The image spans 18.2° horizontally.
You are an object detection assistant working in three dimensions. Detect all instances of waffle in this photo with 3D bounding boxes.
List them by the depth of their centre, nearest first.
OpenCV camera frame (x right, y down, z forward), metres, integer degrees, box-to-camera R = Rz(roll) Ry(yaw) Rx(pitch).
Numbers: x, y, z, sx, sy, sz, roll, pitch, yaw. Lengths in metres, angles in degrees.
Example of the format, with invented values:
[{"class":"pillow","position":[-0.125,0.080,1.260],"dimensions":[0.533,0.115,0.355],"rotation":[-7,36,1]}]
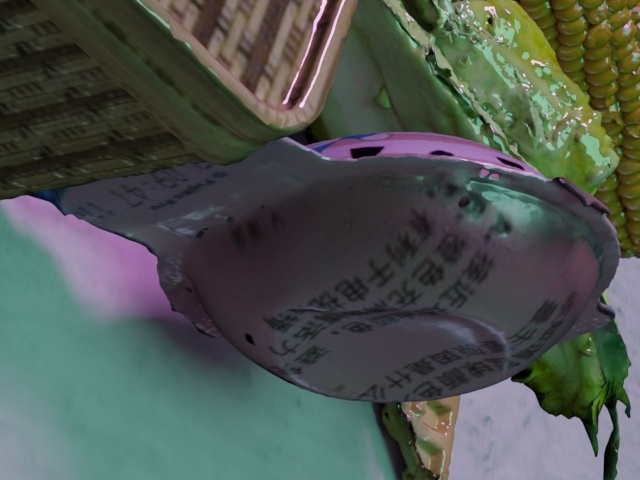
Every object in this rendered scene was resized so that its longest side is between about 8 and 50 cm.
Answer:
[{"class":"waffle","position":[0.028,0.050,0.939],"dimensions":[0.153,0.023,0.097],"rotation":[45,50,-50]}]

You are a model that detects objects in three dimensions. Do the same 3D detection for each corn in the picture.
[{"class":"corn","position":[0.141,-0.115,1.063],"dimensions":[0.106,0.106,0.293],"rotation":[-61,139,-40]}]

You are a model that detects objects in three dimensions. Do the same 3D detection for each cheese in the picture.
[{"class":"cheese","position":[0.000,0.000,0.760],"dimensions":[0.286,0.189,0.074],"rotation":[23,53,-37]}]

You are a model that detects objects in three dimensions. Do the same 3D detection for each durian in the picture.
[{"class":"durian","position":[0.055,-0.043,0.875],"dimensions":[0.375,0.132,0.107],"rotation":[50,40,-22]}]

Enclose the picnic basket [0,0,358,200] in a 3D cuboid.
[{"class":"picnic basket","position":[-0.119,-0.179,0.515],"dimensions":[0.313,0.175,0.228],"rotation":[45,50,-36]}]
